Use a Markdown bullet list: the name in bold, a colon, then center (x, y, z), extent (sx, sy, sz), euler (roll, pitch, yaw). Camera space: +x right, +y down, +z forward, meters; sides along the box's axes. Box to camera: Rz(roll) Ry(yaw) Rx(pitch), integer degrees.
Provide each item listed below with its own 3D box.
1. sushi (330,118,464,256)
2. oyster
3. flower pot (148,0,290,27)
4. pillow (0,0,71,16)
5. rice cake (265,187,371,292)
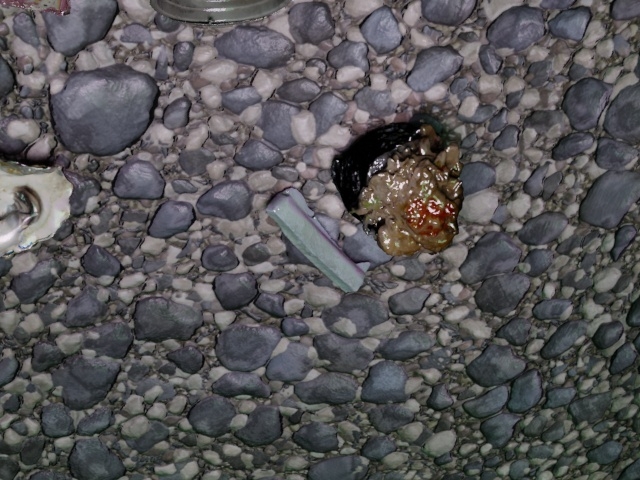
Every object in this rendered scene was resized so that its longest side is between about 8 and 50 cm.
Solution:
- **sushi**: center (0.154, -0.088, 1.977), extent (0.225, 0.218, 0.238), euler (-22, 128, -1)
- **oyster**: center (-0.554, -0.064, 1.917), extent (0.223, 0.083, 0.214), euler (-2, 130, -18)
- **flower pot**: center (-0.155, -0.433, 1.671), extent (0.236, 0.140, 0.235), euler (-3, 171, 0)
- **pillow**: center (-0.440, -0.444, 1.687), extent (0.118, 0.043, 0.185), euler (5, 128, -20)
- **rice cake**: center (-0.002, 0.001, 2.118), extent (0.290, 0.051, 0.081), euler (44, 73, -35)
